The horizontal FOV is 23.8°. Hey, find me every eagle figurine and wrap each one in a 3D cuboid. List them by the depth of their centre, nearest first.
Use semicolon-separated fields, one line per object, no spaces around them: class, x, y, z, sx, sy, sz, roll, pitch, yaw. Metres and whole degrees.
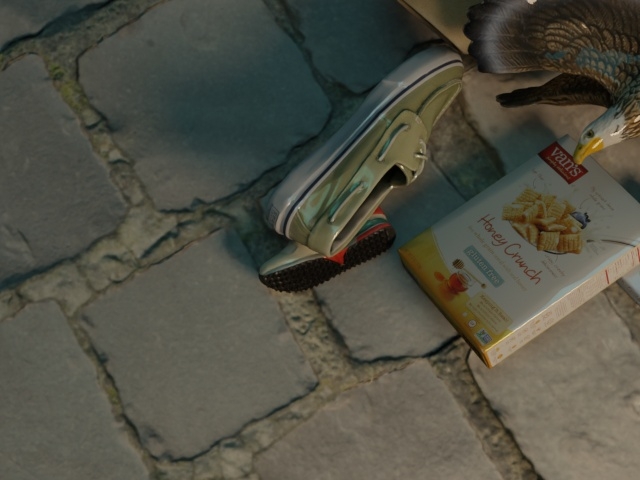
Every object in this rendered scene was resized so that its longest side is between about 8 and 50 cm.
eagle figurine;0.317;-0.167;1.595;0.225;0.226;0.298;-20;49;-41

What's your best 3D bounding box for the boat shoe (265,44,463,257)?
boat shoe;0.069;-0.096;1.693;0.094;0.109;0.302;39;71;18

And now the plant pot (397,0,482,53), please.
plant pot;0.174;-0.321;1.698;0.284;0.284;0.191;41;97;15

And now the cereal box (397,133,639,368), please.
cereal box;0.229;0.008;1.668;0.240;0.047;0.173;-35;54;-6

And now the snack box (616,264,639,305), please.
snack box;0.384;0.031;1.677;0.100;0.037;0.141;-40;73;-7

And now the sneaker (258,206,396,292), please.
sneaker;0.000;0.000;1.715;0.161;0.057;0.075;-24;56;-2
